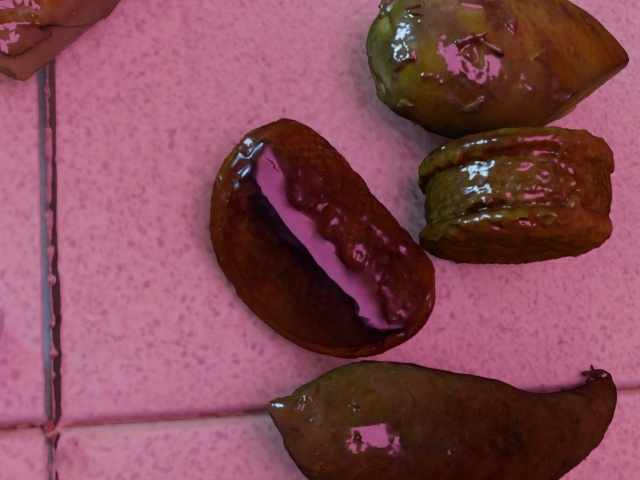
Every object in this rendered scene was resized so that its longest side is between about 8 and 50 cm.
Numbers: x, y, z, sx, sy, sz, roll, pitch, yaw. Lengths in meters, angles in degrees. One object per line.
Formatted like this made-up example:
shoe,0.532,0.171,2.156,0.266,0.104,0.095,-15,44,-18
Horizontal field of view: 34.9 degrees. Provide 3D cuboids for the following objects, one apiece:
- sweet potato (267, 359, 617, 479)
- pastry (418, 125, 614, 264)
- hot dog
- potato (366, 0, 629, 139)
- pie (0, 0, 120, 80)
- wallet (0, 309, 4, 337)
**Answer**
sweet potato,0.139,0.173,0.926,0.422,0.130,0.131,4,79,-34
pastry,0.180,-0.038,0.946,0.188,0.188,0.103,4,77,-26
hot dog,-0.001,0.001,0.893,0.160,0.099,0.227,-39,97,-27
potato,0.182,-0.175,0.990,0.298,0.141,0.176,-6,73,-26
pie,-0.205,-0.255,0.854,0.128,0.068,0.282,44,65,-15
wallet,-0.294,0.065,0.753,0.122,0.025,0.061,24,67,-47
